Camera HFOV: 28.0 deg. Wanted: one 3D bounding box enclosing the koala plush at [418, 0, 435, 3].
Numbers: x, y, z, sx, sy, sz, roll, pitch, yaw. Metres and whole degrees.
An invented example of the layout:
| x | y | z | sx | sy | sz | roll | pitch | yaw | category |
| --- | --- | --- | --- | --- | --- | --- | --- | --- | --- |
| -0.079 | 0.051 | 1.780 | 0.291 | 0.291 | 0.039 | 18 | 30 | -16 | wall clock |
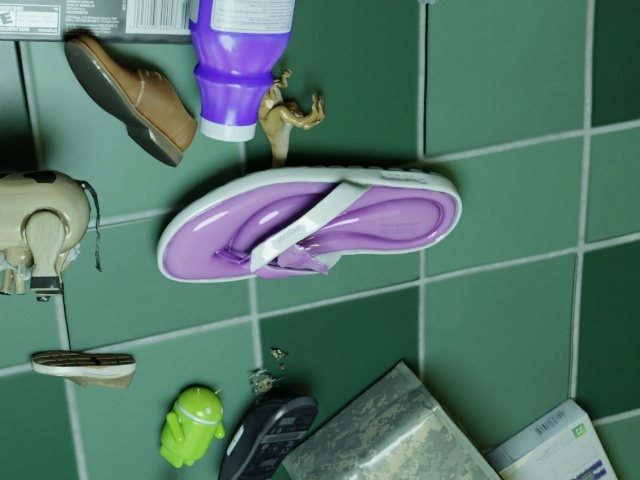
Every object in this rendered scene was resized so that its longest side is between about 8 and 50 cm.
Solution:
| x | y | z | sx | sy | sz | roll | pitch | yaw | category |
| --- | --- | --- | --- | --- | --- | --- | --- | --- | --- |
| 0.056 | -0.408 | 1.444 | 0.221 | 0.196 | 0.203 | 26 | 91 | -30 | koala plush |

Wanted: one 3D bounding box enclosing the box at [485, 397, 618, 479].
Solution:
| x | y | z | sx | sy | sz | roll | pitch | yaw | category |
| --- | --- | --- | --- | --- | --- | --- | --- | --- | --- |
| 0.366 | 0.430 | 2.039 | 0.232 | 0.058 | 0.322 | -32 | 121 | -5 | box |

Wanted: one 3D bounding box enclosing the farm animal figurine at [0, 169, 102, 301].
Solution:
| x | y | z | sx | sy | sz | roll | pitch | yaw | category |
| --- | --- | --- | --- | --- | --- | --- | --- | --- | --- |
| -0.393 | -0.037 | 1.375 | 0.327 | 0.330 | 0.172 | 6 | 82 | -22 | farm animal figurine |

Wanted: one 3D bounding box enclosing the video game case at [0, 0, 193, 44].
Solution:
| x | y | z | sx | sy | sz | roll | pitch | yaw | category |
| --- | --- | --- | --- | --- | --- | --- | --- | --- | --- |
| -0.238 | -0.344 | 1.433 | 0.275 | 0.035 | 0.248 | -2 | 115 | -21 | video game case |

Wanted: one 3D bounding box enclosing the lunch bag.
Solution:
| x | y | z | sx | sy | sz | roll | pitch | yaw | category |
| --- | --- | --- | --- | --- | --- | --- | --- | --- | --- |
| 0.127 | 0.357 | 1.840 | 0.235 | 0.169 | 0.287 | -39 | 118 | -1 | lunch bag |

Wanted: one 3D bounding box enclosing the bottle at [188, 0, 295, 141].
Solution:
| x | y | z | sx | sy | sz | roll | pitch | yaw | category |
| --- | --- | --- | --- | --- | --- | --- | --- | --- | --- |
| -0.089 | -0.255 | 1.460 | 0.118 | 0.092 | 0.282 | -2 | 115 | -25 | bottle |

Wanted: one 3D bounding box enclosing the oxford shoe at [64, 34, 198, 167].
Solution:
| x | y | z | sx | sy | sz | roll | pitch | yaw | category |
| --- | --- | --- | --- | --- | --- | --- | --- | --- | --- |
| -0.219 | -0.177 | 1.502 | 0.076 | 0.076 | 0.212 | -56 | 136 | -14 | oxford shoe |

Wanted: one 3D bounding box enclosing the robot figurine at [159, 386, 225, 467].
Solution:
| x | y | z | sx | sy | sz | roll | pitch | yaw | category |
| --- | --- | --- | --- | --- | --- | --- | --- | --- | --- |
| -0.172 | 0.247 | 1.721 | 0.101 | 0.067 | 0.115 | 6 | 114 | -54 | robot figurine |

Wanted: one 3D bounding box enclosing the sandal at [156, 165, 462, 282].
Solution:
| x | y | z | sx | sy | sz | roll | pitch | yaw | category |
| --- | --- | --- | --- | --- | --- | --- | --- | --- | --- |
| 0.001 | -0.012 | 1.629 | 0.416 | 0.102 | 0.169 | -11 | 134 | -18 | sandal |

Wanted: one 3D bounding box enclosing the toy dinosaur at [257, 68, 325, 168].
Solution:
| x | y | z | sx | sy | sz | roll | pitch | yaw | category |
| --- | --- | --- | --- | --- | --- | --- | --- | --- | --- |
| -0.052 | -0.148 | 1.600 | 0.112 | 0.064 | 0.211 | -7 | 119 | 11 | toy dinosaur |

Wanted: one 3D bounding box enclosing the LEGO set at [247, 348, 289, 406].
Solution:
| x | y | z | sx | sy | sz | roll | pitch | yaw | category |
| --- | --- | --- | --- | --- | --- | --- | --- | --- | --- |
| -0.074 | 0.186 | 1.764 | 0.083 | 0.023 | 0.054 | -51 | 125 | -9 | LEGO set |

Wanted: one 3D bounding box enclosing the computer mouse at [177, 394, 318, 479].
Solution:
| x | y | z | sx | sy | sz | roll | pitch | yaw | category |
| --- | --- | --- | --- | --- | --- | --- | --- | --- | --- |
| -0.123 | 0.295 | 1.741 | 0.184 | 0.060 | 0.262 | -2 | 132 | -45 | computer mouse |

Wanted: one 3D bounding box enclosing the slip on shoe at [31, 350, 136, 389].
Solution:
| x | y | z | sx | sy | sz | roll | pitch | yaw | category |
| --- | --- | --- | --- | --- | --- | --- | --- | --- | --- |
| -0.303 | 0.169 | 1.643 | 0.135 | 0.051 | 0.041 | 2 | 111 | -32 | slip on shoe |
